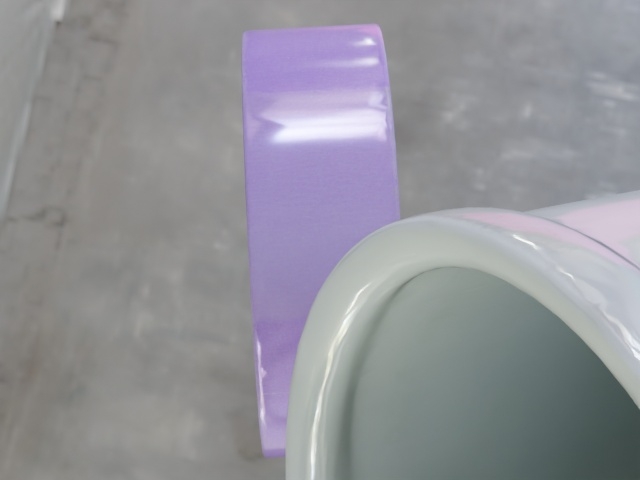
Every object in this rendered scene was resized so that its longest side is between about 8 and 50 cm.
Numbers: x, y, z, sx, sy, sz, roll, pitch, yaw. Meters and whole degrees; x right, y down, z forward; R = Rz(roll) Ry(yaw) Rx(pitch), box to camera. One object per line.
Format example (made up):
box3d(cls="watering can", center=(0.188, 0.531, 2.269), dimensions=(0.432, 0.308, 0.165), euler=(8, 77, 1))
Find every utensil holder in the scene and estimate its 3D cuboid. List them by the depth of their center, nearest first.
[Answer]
box3d(cls="utensil holder", center=(0.229, 0.117, 0.686), dimensions=(0.327, 0.386, 0.327), euler=(35, 131, 54))

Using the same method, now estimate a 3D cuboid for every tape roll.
box3d(cls="tape roll", center=(0.000, 0.000, 1.039), dimensions=(0.275, 0.090, 0.274), euler=(178, 90, -89))
